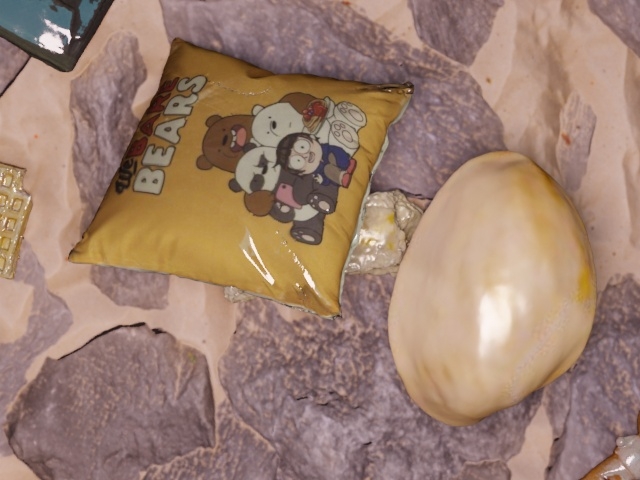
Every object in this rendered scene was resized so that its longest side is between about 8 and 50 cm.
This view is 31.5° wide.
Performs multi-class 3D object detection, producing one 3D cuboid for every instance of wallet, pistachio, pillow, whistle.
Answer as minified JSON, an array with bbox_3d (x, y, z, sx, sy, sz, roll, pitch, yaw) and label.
[{"bbox_3d":[-0.307,-0.339,1.328,0.168,0.052,0.245,30,88,-6],"label":"wallet"},{"bbox_3d":[0.194,0.058,1.273,0.230,0.230,0.309,9,86,-3],"label":"pistachio"},{"bbox_3d":[-0.082,-0.077,1.257,0.312,0.119,0.310,13,68,15],"label":"pillow"},{"bbox_3d":[0.403,0.245,1.369,0.220,0.057,0.107,-39,106,4],"label":"whistle"}]

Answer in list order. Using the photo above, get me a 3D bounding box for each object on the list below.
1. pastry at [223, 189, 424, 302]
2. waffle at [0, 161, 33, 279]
[{"bbox_3d":[-0.001,0.006,1.331,0.258,0.089,0.121,-5,99,1],"label":"pastry"},{"bbox_3d":[-0.391,-0.028,1.344,0.092,0.021,0.135,16,92,-1],"label":"waffle"}]
